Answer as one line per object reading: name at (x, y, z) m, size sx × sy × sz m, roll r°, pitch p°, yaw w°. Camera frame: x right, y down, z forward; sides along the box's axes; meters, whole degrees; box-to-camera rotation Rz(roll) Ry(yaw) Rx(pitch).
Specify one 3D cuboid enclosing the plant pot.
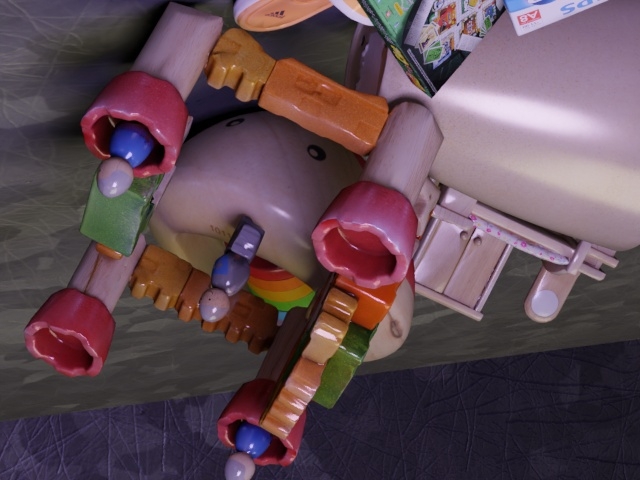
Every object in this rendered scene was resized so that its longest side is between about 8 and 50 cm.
plant pot at (0.170, -0.137, 1.719) m, size 0.274 × 0.257 × 0.256 m, roll 9°, pitch 161°, yaw -17°

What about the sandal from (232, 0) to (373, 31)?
sandal at (0.032, -0.209, 1.579) m, size 0.102 × 0.076 × 0.265 m, roll 0°, pitch 162°, yaw -42°

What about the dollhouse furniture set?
dollhouse furniture set at (0.206, 0.037, 2.128) m, size 0.303 × 0.174 × 0.355 m, roll 24°, pitch -170°, yaw -11°

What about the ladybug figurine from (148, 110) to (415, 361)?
ladybug figurine at (-0.028, -0.005, 2.047) m, size 0.305 × 0.162 × 0.449 m, roll 21°, pitch 162°, yaw 15°

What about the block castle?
block castle at (-0.091, 0.027, 1.717) m, size 0.303 × 0.213 × 0.453 m, roll 26°, pitch 145°, yaw -1°

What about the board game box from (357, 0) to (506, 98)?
board game box at (0.092, -0.215, 1.492) m, size 0.136 × 0.030 × 0.260 m, roll -48°, pitch 156°, yaw -2°

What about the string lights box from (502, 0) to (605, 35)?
string lights box at (0.173, -0.259, 1.382) m, size 0.133 × 0.077 × 0.260 m, roll -22°, pitch 156°, yaw 7°
